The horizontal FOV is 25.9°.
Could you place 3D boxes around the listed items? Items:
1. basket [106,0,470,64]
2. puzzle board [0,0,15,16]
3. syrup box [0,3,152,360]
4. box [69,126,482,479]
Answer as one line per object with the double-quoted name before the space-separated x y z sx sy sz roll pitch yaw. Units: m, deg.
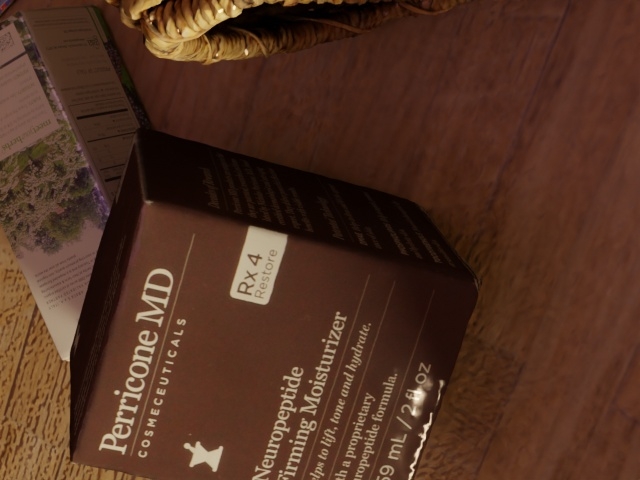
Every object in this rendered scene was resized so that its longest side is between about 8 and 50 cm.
"basket" 0.014 -0.171 0.771 0.223 0.299 0.213 42 115 14
"puzzle board" -0.263 -0.220 1.066 0.128 0.011 0.096 -39 81 26
"syrup box" -0.173 -0.043 1.004 0.093 0.096 0.237 -25 90 28
"box" -0.037 0.050 0.864 0.203 0.167 0.168 13 106 -14
